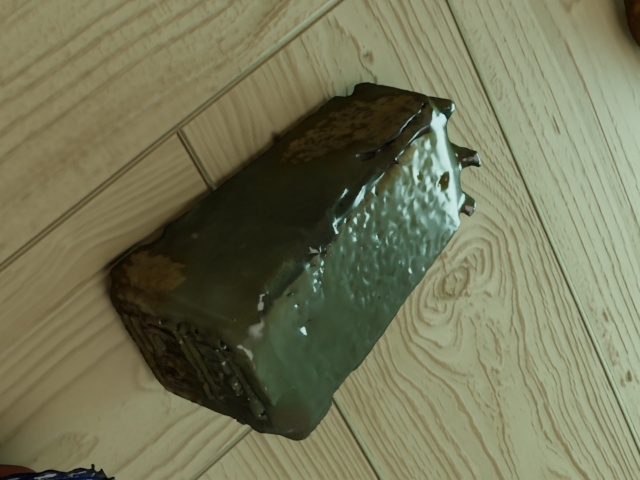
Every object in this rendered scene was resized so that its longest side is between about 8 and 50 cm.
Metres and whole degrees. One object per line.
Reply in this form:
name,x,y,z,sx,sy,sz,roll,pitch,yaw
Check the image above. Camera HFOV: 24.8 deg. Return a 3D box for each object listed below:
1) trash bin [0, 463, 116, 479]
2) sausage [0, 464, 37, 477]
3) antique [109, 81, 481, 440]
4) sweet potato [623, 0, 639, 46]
trash bin,-0.209,0.277,0.950,0.184,0.162,0.234,0,125,-35
sausage,-0.232,0.184,1.005,0.094,0.054,0.059,1,111,-36
antique,0.000,0.000,1.073,0.284,0.150,0.125,-45,130,-26
sweet potato,0.307,-0.193,1.268,0.255,0.058,0.078,47,60,-34
